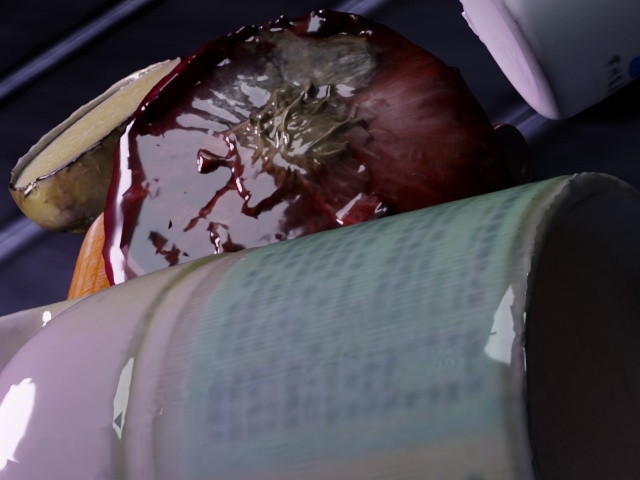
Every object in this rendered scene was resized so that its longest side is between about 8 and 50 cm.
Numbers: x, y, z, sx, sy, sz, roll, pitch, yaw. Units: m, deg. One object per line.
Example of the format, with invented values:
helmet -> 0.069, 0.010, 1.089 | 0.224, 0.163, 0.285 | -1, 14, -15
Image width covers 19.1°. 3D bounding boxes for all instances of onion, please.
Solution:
onion -> 0.000, 0.000, 1.210 | 0.272, 0.195, 0.272 | -3, 61, 6

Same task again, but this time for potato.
potato -> -0.169, -0.072, 1.595 | 0.164, 0.081, 0.200 | -19, 24, 40

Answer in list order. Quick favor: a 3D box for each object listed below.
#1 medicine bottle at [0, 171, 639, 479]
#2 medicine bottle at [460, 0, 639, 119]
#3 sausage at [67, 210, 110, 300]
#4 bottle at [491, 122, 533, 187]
medicine bottle -> -0.024, 0.120, 0.919 | 0.406, 0.236, 0.236 | -14, 31, 31
medicine bottle -> 0.241, -0.223, 1.321 | 0.293, 0.170, 0.170 | -32, 26, -1
sausage -> -0.132, 0.057, 1.311 | 0.093, 0.093, 0.312 | -25, 26, 13
bottle -> 0.066, -0.048, 1.322 | 0.164, 0.060, 0.060 | -4, 36, 44
